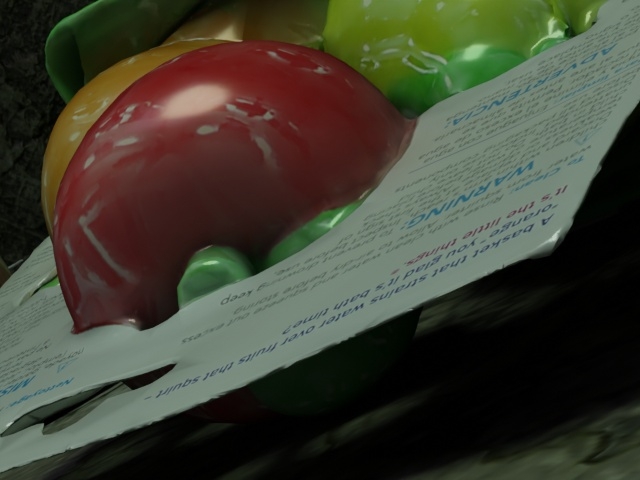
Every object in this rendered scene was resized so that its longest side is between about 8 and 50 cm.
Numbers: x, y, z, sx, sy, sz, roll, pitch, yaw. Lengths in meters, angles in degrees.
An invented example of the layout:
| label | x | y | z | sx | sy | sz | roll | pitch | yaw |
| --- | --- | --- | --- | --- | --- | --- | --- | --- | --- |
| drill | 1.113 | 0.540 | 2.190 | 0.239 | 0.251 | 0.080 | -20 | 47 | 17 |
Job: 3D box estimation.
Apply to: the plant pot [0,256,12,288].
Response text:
| label | x | y | z | sx | sy | sz | roll | pitch | yaw |
| --- | --- | --- | --- | --- | --- | --- | --- | --- | --- |
| plant pot | -0.299 | 0.031 | 1.021 | 0.256 | 0.256 | 0.274 | -29 | 31 | -37 |

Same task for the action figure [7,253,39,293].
| label | x | y | z | sx | sy | sz | roll | pitch | yaw |
| --- | --- | --- | --- | --- | --- | --- | --- | --- | --- |
| action figure | -0.138 | 0.019 | 1.187 | 0.185 | 0.099 | 0.285 | -38 | 6 | -34 |

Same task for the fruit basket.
| label | x | y | z | sx | sy | sz | roll | pitch | yaw |
| --- | --- | --- | --- | --- | --- | --- | --- | --- | --- |
| fruit basket | -0.004 | -0.013 | 0.577 | 0.327 | 0.165 | 0.353 | -25 | 20 | 32 |

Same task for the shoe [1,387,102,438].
| label | x | y | z | sx | sy | sz | roll | pitch | yaw |
| --- | --- | --- | --- | --- | --- | --- | --- | --- | --- |
| shoe | -0.189 | 0.085 | 0.876 | 0.178 | 0.063 | 0.081 | -23 | -1 | -42 |
